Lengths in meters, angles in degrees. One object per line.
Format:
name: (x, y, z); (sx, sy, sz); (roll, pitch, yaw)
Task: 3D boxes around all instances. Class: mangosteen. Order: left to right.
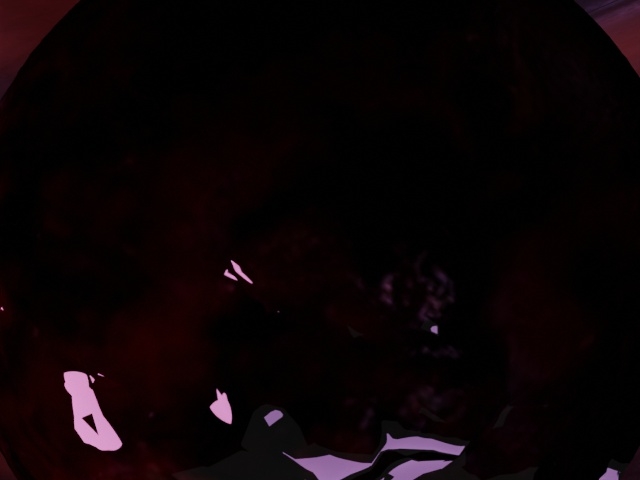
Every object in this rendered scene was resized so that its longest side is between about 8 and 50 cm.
mangosteen: (0.017, 0.009, 0.620); (0.381, 0.380, 0.421); (-18, 179, 24)
